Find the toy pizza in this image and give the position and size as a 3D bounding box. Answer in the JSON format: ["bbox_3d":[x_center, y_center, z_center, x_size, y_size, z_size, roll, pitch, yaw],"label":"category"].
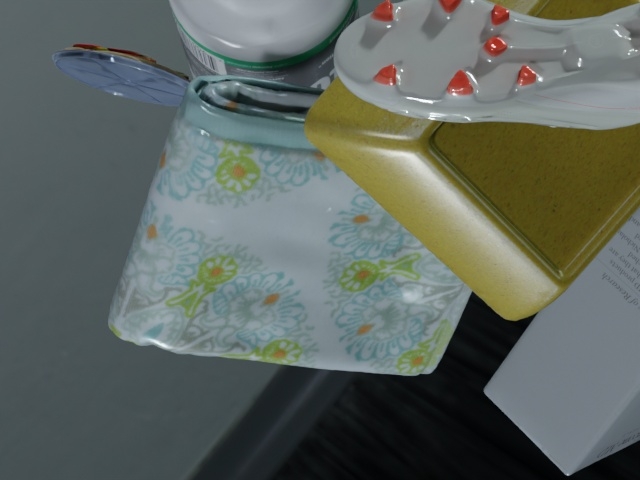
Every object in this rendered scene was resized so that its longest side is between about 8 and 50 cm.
[{"bbox_3d":[-0.247,-0.219,1.821,0.201,0.201,0.032,21,79,-42],"label":"toy pizza"}]

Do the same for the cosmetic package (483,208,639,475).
[{"bbox_3d":[0.418,0.055,1.699,0.230,0.161,0.453,-12,141,-50],"label":"cosmetic package"}]

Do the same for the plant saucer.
[{"bbox_3d":[0.205,-0.116,1.215,0.333,0.081,0.333,-49,125,1],"label":"plant saucer"}]

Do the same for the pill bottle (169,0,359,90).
[{"bbox_3d":[-0.056,-0.235,1.623,0.204,0.204,0.361,-49,168,-10],"label":"pill bottle"}]

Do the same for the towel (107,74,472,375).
[{"bbox_3d":[0.000,0.000,1.441,0.375,0.090,0.320,9,126,-20],"label":"towel"}]

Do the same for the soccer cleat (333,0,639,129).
[{"bbox_3d":[0.105,-0.080,0.675,0.196,0.068,0.076,-3,157,2],"label":"soccer cleat"}]
